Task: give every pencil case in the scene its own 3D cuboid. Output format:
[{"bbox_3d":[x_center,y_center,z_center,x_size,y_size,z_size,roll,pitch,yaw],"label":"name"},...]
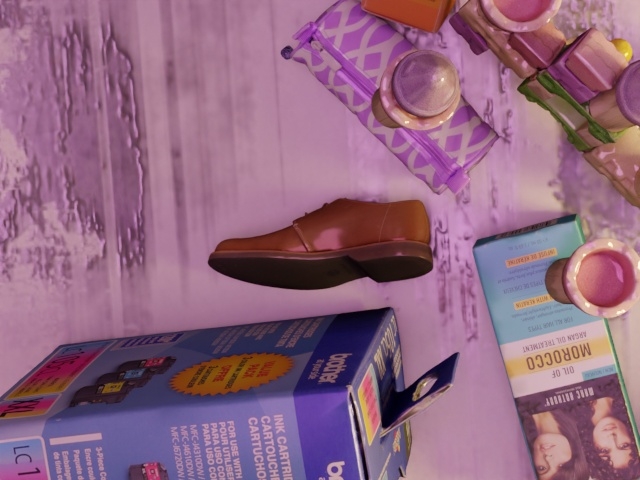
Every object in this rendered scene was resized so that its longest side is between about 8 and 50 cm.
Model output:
[{"bbox_3d":[0.065,-0.132,1.598,0.206,0.088,0.086,42,108,1],"label":"pencil case"}]

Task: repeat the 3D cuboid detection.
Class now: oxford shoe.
[{"bbox_3d":[0.000,0.000,1.646,0.212,0.076,0.076,-5,67,12],"label":"oxford shoe"}]

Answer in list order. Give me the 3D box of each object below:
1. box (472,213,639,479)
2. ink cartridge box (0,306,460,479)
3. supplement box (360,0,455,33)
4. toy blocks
[{"bbox_3d":[0.217,0.107,1.617,0.101,0.060,0.244,-16,94,11],"label":"box"},{"bbox_3d":[-0.071,0.171,1.567,0.396,0.270,0.151,-6,102,10],"label":"ink cartridge box"},{"bbox_3d":[0.103,-0.303,1.536,0.080,0.078,0.233,21,122,6],"label":"supplement box"},{"bbox_3d":[0.239,-0.135,1.441,0.288,0.260,0.309,45,83,-4],"label":"toy blocks"}]
